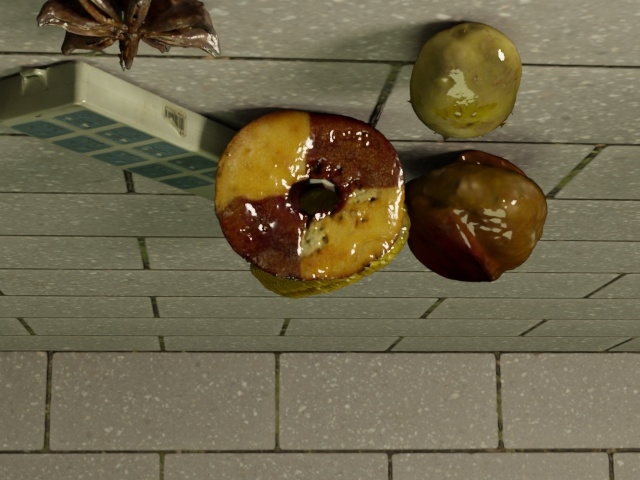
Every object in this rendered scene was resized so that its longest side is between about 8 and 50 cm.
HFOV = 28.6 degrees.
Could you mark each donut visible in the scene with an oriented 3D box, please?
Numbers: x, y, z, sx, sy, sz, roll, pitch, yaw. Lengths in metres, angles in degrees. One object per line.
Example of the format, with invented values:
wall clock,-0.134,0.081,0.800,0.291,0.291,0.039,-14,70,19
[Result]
donut,-0.013,-0.044,1.205,0.184,0.166,0.073,-9,-175,-9

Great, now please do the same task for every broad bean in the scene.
broad bean,0.161,-0.029,1.345,0.156,0.122,0.228,24,162,6

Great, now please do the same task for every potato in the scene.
potato,0.117,-0.126,1.025,0.091,0.070,0.138,-2,167,2

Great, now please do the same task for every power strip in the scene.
power strip,-0.153,-0.094,1.211,0.106,0.043,0.367,-8,165,31

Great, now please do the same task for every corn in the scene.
corn,0.000,0.000,1.426,0.120,0.121,0.363,3,170,-17

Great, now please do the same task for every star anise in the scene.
star anise,-0.138,-0.163,0.913,0.141,0.042,0.141,2,170,0
